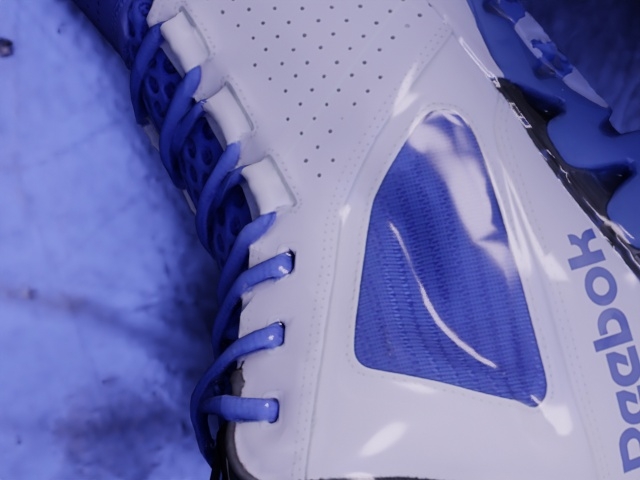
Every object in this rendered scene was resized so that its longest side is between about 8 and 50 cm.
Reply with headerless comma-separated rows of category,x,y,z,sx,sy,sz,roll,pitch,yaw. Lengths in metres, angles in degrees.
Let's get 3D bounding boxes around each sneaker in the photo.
sneaker,0.001,0.001,0.512,0.315,0.127,0.182,41,68,7
